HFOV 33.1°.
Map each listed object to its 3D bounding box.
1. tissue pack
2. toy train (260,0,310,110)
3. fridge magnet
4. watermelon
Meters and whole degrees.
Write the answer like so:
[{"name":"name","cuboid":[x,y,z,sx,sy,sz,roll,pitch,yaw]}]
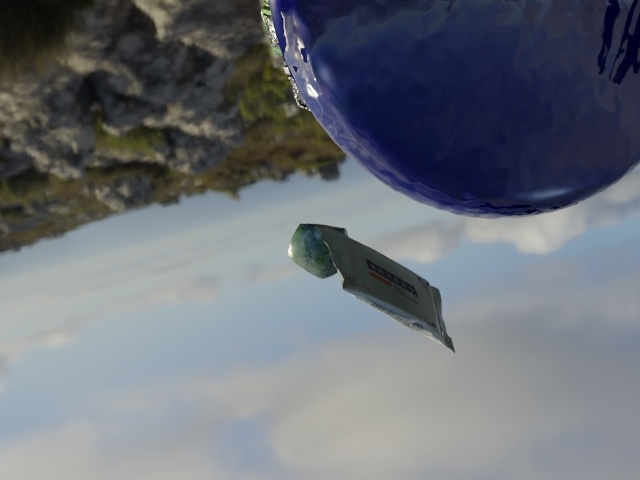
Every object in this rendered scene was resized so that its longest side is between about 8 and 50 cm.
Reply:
[{"name":"tissue pack","cuboid":[0.084,0.059,1.325,0.026,0.193,0.122,-47,-152,25]},{"name":"toy train","cuboid":[-0.028,-0.281,1.600,0.081,0.202,0.060,-38,-140,-24]},{"name":"fridge magnet","cuboid":[0.095,-0.144,0.591,0.265,0.265,0.113,-15,-175,-20]},{"name":"watermelon","cuboid":[-0.004,0.004,1.496,0.084,0.092,0.072,-39,-153,6]}]
